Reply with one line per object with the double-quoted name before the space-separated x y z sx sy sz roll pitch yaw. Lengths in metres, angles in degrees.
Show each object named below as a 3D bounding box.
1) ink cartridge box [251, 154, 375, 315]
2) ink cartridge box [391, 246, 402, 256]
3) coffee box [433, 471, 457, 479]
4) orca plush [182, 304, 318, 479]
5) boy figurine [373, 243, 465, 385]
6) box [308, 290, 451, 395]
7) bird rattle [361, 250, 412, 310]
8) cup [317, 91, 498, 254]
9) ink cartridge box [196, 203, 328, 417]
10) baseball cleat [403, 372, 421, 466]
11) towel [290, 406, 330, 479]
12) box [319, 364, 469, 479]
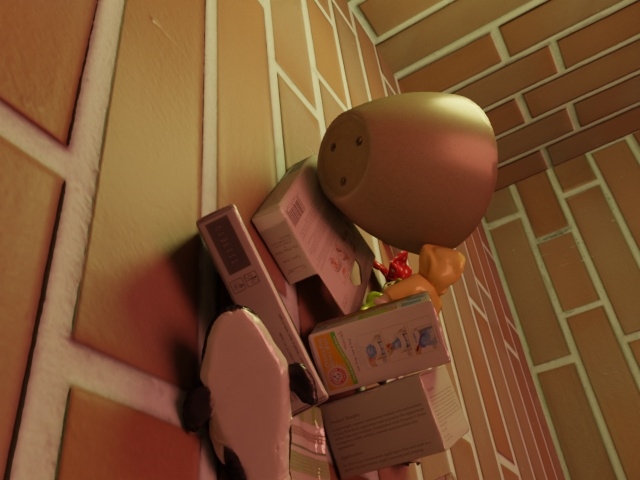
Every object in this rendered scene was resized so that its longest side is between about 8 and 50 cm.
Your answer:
"ink cartridge box" 0.000 0.000 1.175 0.261 0.066 0.296 60 23 -16
"ink cartridge box" 0.209 -0.056 1.671 0.061 0.104 0.181 20 50 -61
"coffee box" 0.196 0.508 0.874 0.168 0.119 0.297 5 42 -47
"orca plush" -0.071 0.214 0.747 0.287 0.151 0.102 61 -9 -6
"boy figurine" 0.155 0.124 1.127 0.092 0.285 0.177 32 -3 43
"box" 0.095 0.164 1.003 0.114 0.203 0.103 -22 95 -83
"bird rattle" 0.165 0.152 1.397 0.253 0.143 0.207 -86 159 -73
"cup" 0.136 -0.145 1.195 0.236 0.331 0.331 7 57 -34
"ink cartridge box" -0.083 0.090 0.879 0.275 0.060 0.239 64 -7 -1
"baseball cleat" 0.177 0.344 1.141 0.109 0.072 0.206 -79 168 -49
"towel" -0.019 0.301 0.879 0.113 0.023 0.152 42 32 -49
"box" 0.124 0.291 1.007 0.182 0.180 0.119 13 56 -65
